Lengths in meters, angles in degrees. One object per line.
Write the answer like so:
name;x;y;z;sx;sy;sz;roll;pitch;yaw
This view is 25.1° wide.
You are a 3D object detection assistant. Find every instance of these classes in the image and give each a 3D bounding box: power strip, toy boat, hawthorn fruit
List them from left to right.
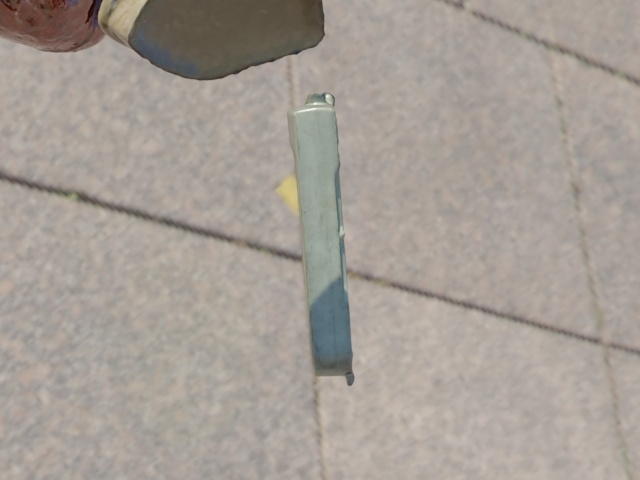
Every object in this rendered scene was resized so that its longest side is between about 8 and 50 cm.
hawthorn fruit;-0.331;-0.340;1.627;0.258;0.258;0.262;-7;53;-42
toy boat;-0.089;-0.195;1.189;0.188;0.116;0.061;-17;38;-10
power strip;0.003;0.000;1.390;0.048;0.080;0.286;-5;94;1
